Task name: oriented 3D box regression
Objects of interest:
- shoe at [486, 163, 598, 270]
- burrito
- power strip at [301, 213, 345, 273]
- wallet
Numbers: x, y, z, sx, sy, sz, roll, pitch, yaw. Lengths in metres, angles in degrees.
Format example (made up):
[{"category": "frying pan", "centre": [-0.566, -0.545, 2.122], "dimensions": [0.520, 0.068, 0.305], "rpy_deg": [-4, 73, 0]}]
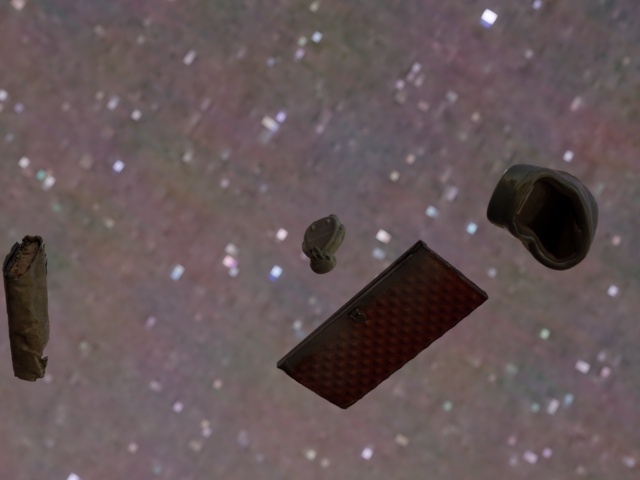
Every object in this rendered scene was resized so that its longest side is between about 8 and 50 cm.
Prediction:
[{"category": "shoe", "centre": [0.269, -0.018, 2.104], "dimensions": [0.100, 0.103, 0.251], "rpy_deg": [41, 10, 28]}, {"category": "burrito", "centre": [-0.297, 0.069, 1.900], "dimensions": [0.041, 0.149, 0.055], "rpy_deg": [-3, 0, 11]}, {"category": "power strip", "centre": [0.000, 0.000, 2.042], "dimensions": [0.055, 0.083, 0.035], "rpy_deg": [-23, -51, 21]}, {"category": "wallet", "centre": [0.060, 0.088, 1.833], "dimensions": [0.196, 0.020, 0.103], "rpy_deg": [-40, -54, 19]}]
